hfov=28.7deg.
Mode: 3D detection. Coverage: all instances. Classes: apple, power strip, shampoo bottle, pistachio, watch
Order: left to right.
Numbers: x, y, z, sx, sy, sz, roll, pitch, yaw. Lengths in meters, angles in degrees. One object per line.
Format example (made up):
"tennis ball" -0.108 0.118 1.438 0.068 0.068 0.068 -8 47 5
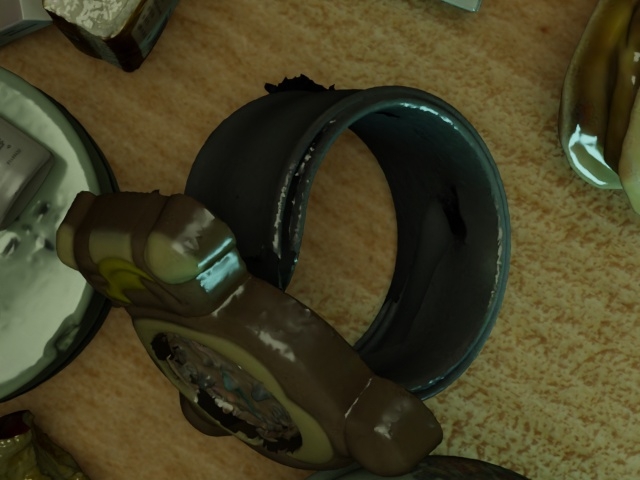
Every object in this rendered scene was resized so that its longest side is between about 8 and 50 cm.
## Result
"shampoo bottle" -0.346 -0.103 1.077 0.227 0.056 0.086 34 84 1
"power strip" -0.365 -0.013 1.183 0.357 0.161 0.357 0 88 -1
"apple" -0.298 0.255 1.184 0.147 0.156 0.158 -23 102 22
"watch" 0.000 0.000 1.104 0.335 0.314 0.327 51 62 -27
"pistachio" 0.359 -0.177 1.176 0.238 0.229 0.321 29 98 -34

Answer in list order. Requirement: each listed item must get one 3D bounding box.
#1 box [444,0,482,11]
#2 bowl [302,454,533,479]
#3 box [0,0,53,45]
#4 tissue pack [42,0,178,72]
"box" 0.053 -0.330 1.221 0.269 0.079 0.135 21 111 -1
"bowl" 0.060 0.321 1.133 0.435 0.435 0.196 -27 46 -2
"box" -0.319 -0.259 1.211 0.130 0.051 0.129 -12 89 39
"tissue pack" -0.170 -0.258 1.158 0.092 0.226 0.183 26 89 -1
